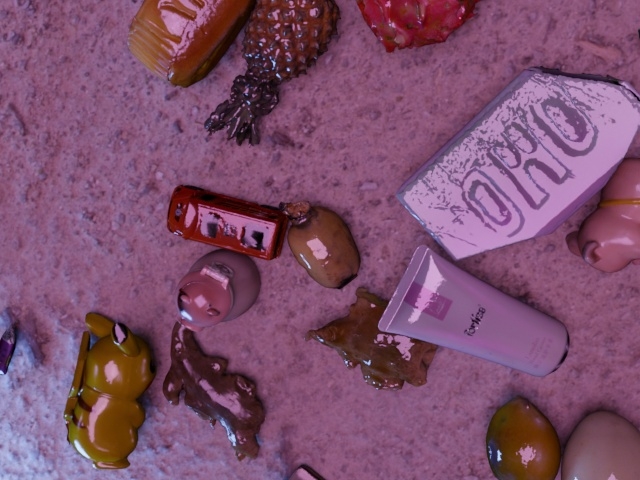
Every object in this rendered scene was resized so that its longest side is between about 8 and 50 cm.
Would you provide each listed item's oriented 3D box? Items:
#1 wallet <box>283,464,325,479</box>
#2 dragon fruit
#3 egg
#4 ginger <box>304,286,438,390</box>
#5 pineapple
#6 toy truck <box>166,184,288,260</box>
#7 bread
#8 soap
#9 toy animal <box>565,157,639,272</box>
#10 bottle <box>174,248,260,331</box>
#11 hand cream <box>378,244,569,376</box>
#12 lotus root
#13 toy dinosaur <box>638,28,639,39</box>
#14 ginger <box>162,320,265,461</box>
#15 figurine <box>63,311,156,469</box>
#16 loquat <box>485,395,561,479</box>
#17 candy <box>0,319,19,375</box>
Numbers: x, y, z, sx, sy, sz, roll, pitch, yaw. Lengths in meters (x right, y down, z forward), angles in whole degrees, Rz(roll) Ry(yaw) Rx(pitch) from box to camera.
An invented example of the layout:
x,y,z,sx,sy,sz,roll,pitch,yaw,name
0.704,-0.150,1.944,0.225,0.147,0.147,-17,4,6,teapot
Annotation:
x,y,z,sx,sy,sz,roll,pitch,yaw,name
-0.045,0.569,1.945,0.118,0.039,0.152,36,104,2,wallet
0.198,-0.463,1.677,0.268,0.205,0.210,-11,133,-10,dragon fruit
0.562,0.458,1.742,0.189,0.188,0.253,-7,85,11,egg
0.109,0.202,1.826,0.270,0.123,0.218,-6,90,20,ginger
-0.109,-0.348,1.769,0.175,0.175,0.361,41,108,3,pineapple
-0.200,-0.036,1.848,0.253,0.114,0.107,14,101,7,toy truck
-0.235,-0.437,1.754,0.156,0.204,0.288,38,98,8,bread
0.391,-0.151,1.700,0.446,0.156,0.261,-43,84,12,soap
0.579,-0.054,1.685,0.149,0.165,0.248,32,96,9,toy animal
-0.217,0.104,1.808,0.148,0.236,0.147,2,99,10,bottle
0.305,0.152,1.728,0.359,0.118,0.185,22,105,-14,hand cream
0.000,0.000,1.813,0.118,0.125,0.221,-28,100,25,lotus root
0.685,-0.327,1.665,0.153,0.094,0.259,-13,109,5,toy dinosaur
-0.232,0.328,1.923,0.166,0.080,0.333,-44,92,1,ginger
-0.452,0.312,1.923,0.169,0.218,0.326,15,94,-33,figurine
0.401,0.406,1.782,0.152,0.152,0.195,2,85,10,loquat
-0.713,0.257,2.019,0.043,0.045,0.175,24,102,-7,candy
